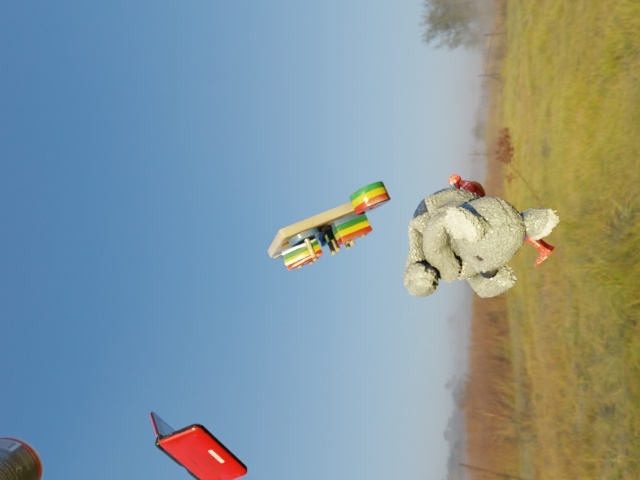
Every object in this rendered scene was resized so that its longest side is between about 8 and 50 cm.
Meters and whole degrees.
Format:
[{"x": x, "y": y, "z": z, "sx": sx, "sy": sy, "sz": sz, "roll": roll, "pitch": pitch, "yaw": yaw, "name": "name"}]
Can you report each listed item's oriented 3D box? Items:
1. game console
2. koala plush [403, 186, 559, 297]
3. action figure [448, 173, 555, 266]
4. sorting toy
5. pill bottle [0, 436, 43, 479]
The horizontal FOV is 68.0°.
[{"x": -0.204, "y": 0.338, "z": 0.796, "sx": 0.144, "sy": 0.124, "sz": 0.085, "roll": 57, "pitch": -165, "yaw": -28, "name": "game console"}, {"x": 0.256, "y": -0.011, "z": 0.789, "sx": 0.221, "sy": 0.196, "sz": 0.204, "roll": 133, "pitch": 137, "yaw": -77, "name": "koala plush"}, {"x": 0.382, "y": -0.032, "z": 1.103, "sx": 0.139, "sy": 0.280, "sz": 0.091, "roll": -50, "pitch": -19, "yaw": 27, "name": "action figure"}, {"x": 0.000, "y": 0.000, "z": 0.670, "sx": 0.047, "sy": 0.132, "sz": 0.274, "roll": 66, "pitch": 163, "yaw": 7, "name": "sorting toy"}, {"x": -0.718, "y": 0.535, "z": 0.964, "sx": 0.283, "sy": 0.161, "sz": 0.162, "roll": -101, "pitch": 13, "yaw": -88, "name": "pill bottle"}]
